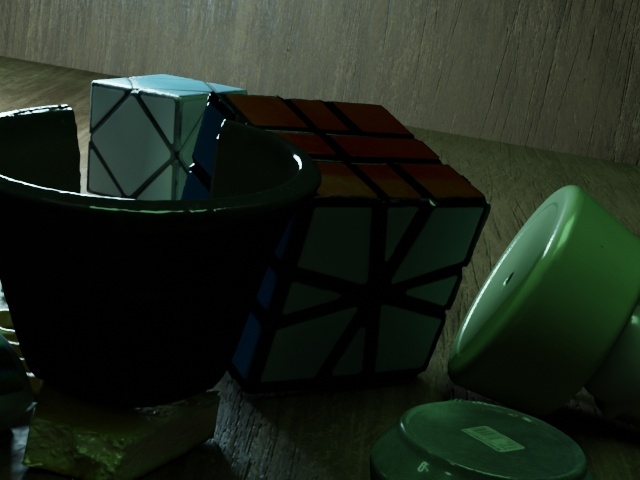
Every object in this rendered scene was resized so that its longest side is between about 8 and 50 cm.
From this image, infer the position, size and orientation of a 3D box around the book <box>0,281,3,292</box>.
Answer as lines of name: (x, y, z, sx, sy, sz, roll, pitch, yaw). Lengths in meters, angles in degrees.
book: (-0.376, 0.059, 1.666, 0.103, 0.017, 0.135, 14, 17, 8)

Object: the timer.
timer: (0.361, 0.132, 1.495, 0.315, 0.290, 0.291, 33, 16, -2)

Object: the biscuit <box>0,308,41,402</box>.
biscuit: (-0.344, 0.126, 1.345, 0.224, 0.033, 0.144, 10, 28, -28)

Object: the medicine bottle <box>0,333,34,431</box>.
medicine bottle: (-0.396, 0.145, 1.157, 0.121, 0.083, 0.229, 52, 26, 17)

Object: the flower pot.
flower pot: (-0.199, 0.021, 1.246, 0.380, 0.251, 0.379, 7, 19, -2)

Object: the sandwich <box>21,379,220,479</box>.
sandwich: (-0.198, 0.197, 1.214, 0.193, 0.058, 0.162, 8, 17, -9)

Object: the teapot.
teapot: (0.097, 0.244, 0.908, 0.171, 0.225, 0.203, 2, 16, -32)

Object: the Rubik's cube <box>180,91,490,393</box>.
Rubik's cube: (0.000, 0.000, 1.516, 0.294, 0.288, 0.283, -1, 31, -31)

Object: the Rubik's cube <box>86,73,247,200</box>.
Rubik's cube: (-0.269, -0.176, 2.108, 0.205, 0.207, 0.205, 15, 16, 29)
